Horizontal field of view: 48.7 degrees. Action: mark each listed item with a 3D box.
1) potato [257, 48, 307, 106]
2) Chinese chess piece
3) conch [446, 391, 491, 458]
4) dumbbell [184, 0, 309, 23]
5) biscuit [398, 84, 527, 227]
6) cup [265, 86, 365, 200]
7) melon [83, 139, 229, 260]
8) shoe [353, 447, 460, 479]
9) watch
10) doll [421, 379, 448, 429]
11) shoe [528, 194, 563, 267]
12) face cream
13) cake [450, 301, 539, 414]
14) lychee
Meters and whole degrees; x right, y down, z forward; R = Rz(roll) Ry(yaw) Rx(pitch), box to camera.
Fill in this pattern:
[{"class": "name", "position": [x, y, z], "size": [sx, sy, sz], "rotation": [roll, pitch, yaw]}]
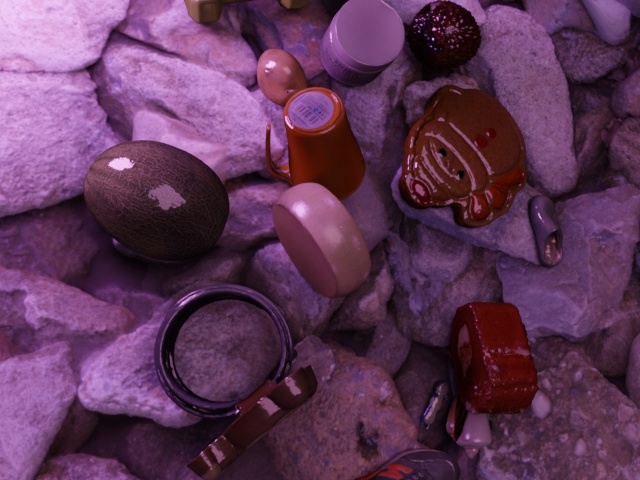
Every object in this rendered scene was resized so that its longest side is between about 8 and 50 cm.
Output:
[{"class": "potato", "position": [-0.090, -0.388, 1.674], "size": [0.112, 0.112, 0.147], "rotation": [-37, 101, -19]}, {"class": "Chinese chess piece", "position": [0.000, 0.000, 1.559], "size": [0.102, 0.273, 0.273], "rotation": [-33, 93, -19]}, {"class": "conch", "position": [0.360, 0.434, 1.705], "size": [0.105, 0.094, 0.176], "rotation": [0, 76, 19]}, {"class": "dumbbell", "position": [-0.171, -0.592, 1.674], "size": [0.302, 0.121, 0.108], "rotation": [-15, 59, -20]}, {"class": "biscuit", "position": [0.364, -0.209, 1.815], "size": [0.381, 0.074, 0.359], "rotation": [-40, 93, -22]}, {"class": "cup", "position": [-0.020, -0.212, 1.590], "size": [0.226, 0.264, 0.182], "rotation": [-4, 62, 7]}, {"class": "melon", "position": [-0.343, -0.085, 1.479], "size": [0.302, 0.237, 0.237], "rotation": [24, 76, -11]}, {"class": "shoe", "position": [0.186, 0.570, 1.587], "size": [0.337, 0.171, 0.132], "rotation": [-17, 87, -18]}, {"class": "watch", "position": [-0.204, 0.268, 1.477], "size": [0.335, 0.314, 0.327], "rotation": [-39, 82, -8]}, {"class": "doll", "position": [0.277, 0.398, 1.716], "size": [0.037, 0.027, 0.125], "rotation": [31, 74, -19]}, {"class": "shoe", "position": [0.606, -0.027, 1.855], "size": [0.079, 0.078, 0.195], "rotation": [-6, 88, -18]}, {"class": "face cream", "position": [0.098, -0.480, 1.721], "size": [0.177, 0.153, 0.177], "rotation": [2, 81, -15]}, {"class": "cake", "position": [0.401, 0.284, 1.679], "size": [0.151, 0.177, 0.282], "rotation": [5, 54, -20]}, {"class": "lychee", "position": [0.316, -0.515, 1.787], "size": [0.188, 0.188, 0.188], "rotation": [3, 82, -17]}]
